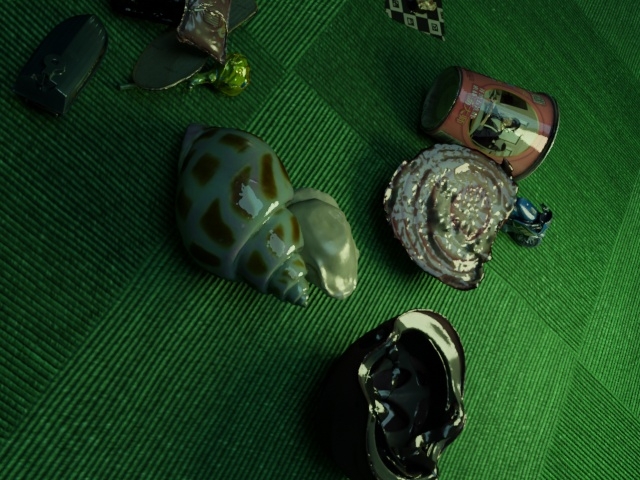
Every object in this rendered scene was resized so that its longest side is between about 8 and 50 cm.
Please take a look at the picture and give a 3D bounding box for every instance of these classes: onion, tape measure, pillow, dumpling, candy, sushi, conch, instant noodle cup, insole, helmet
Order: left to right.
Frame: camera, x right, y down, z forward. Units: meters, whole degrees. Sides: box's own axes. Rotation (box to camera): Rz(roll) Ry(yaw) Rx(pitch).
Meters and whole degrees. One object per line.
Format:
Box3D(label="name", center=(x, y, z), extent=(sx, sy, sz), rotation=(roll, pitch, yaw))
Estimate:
Box3D(label="tape measure", center=(-0.294, -0.499, 1.331), extent=(0.186, 0.112, 0.199), rotation=(2, 76, -36))
Box3D(label="candy", center=(-0.247, -0.297, 1.336), extent=(0.262, 0.073, 0.077), rotation=(-15, 95, -30))
Box3D(label="insole", center=(-0.233, -0.382, 1.362), extent=(0.119, 0.009, 0.348), rotation=(28, 53, 14))
Box3D(label="pillow", center=(-0.206, -0.424, 1.304), extent=(0.118, 0.043, 0.185), rotation=(15, 78, -47))
Box3D(label="conch", center=(-0.132, -0.050, 1.259), extent=(0.249, 0.197, 0.368), rotation=(-22, 95, -57))
Box3D(label="dumpling", center=(0.000, 0.000, 1.372), extent=(0.162, 0.132, 0.250), rotation=(-14, 64, -33))
Box3D(label="helmet", center=(0.118, 0.293, 1.322), extent=(0.271, 0.197, 0.338), rotation=(47, 48, -24))
Box3D(label="sushi", center=(0.245, -0.618, 1.775), extent=(0.192, 0.040, 0.210), rotation=(11, 70, -31))
Box3D(label="onion", center=(0.264, -0.068, 1.571), extent=(0.280, 0.146, 0.314), rotation=(34, 75, -6))
Box3D(label="instant noodle cup", center=(0.377, -0.282, 1.666), extent=(0.254, 0.244, 0.244), rotation=(21, 65, -19))

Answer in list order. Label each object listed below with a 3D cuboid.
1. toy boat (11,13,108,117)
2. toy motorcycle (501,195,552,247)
Box3D(label="toy boat", center=(-0.421, -0.302, 1.206), extent=(0.092, 0.103, 0.246), rotation=(25, 49, -11))
Box3D(label="toy motorcycle", center=(0.454, -0.073, 1.696), extent=(0.254, 0.135, 0.092), rotation=(41, 57, -18))
